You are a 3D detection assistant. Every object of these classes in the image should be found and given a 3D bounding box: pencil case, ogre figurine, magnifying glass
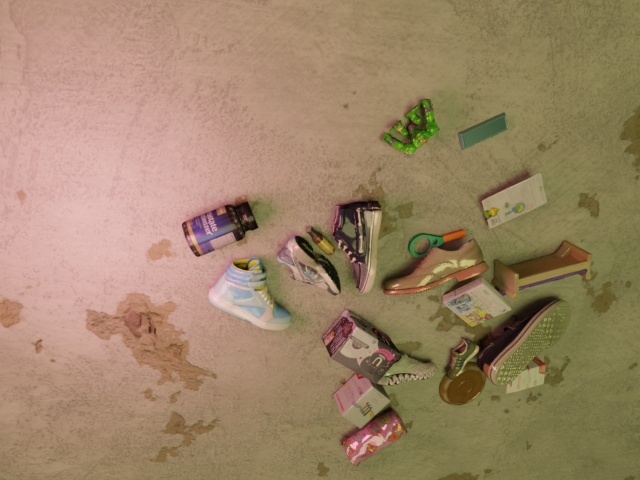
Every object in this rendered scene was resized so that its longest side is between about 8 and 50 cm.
[{"bbox_3d":[0.233,0.855,2.034,0.284,0.124,0.124,-35,117,1],"label":"pencil case"},{"bbox_3d":[0.312,-0.367,1.563,0.197,0.097,0.118,-45,99,-12],"label":"ogre figurine"},{"bbox_3d":[0.444,0.002,1.788,0.230,0.026,0.092,-16,115,-10],"label":"magnifying glass"}]

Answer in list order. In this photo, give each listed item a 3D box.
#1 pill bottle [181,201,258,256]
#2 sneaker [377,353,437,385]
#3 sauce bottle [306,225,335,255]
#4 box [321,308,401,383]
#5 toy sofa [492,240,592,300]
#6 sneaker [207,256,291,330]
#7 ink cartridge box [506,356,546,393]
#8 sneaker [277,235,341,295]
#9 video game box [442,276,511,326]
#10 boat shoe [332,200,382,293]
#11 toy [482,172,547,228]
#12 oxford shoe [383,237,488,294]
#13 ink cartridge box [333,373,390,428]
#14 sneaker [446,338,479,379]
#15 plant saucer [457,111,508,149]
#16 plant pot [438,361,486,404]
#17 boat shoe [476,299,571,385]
[{"bbox_3d":[-0.316,-0.042,1.496,0.219,0.123,0.123,-23,116,-6],"label":"pill bottle"},{"bbox_3d":[0.360,0.522,1.939,0.292,0.110,0.119,0,76,-28],"label":"sneaker"},{"bbox_3d":[0.000,0.000,1.649,0.042,0.042,0.128,-42,118,4],"label":"sauce bottle"},{"bbox_3d":[0.159,0.409,1.809,0.247,0.142,0.163,35,99,-26],"label":"box"},{"bbox_3d":[0.897,0.142,1.907,0.362,0.150,0.177,-13,114,-10],"label":"toy sofa"},{"bbox_3d":[-0.202,0.178,1.619,0.318,0.127,0.208,26,104,-25],"label":"sneaker"},{"bbox_3d":[0.928,0.621,2.161,0.198,0.067,0.115,-10,114,-14],"label":"ink cartridge box"},{"bbox_3d":[-0.038,0.104,1.664,0.122,0.110,0.283,-35,116,20],"label":"sneaker"},{"bbox_3d":[0.629,0.251,1.889,0.205,0.048,0.187,38,124,-26],"label":"video game box"},{"bbox_3d":[0.115,0.024,1.660,0.158,0.127,0.341,2,104,-10],"label":"boat shoe"},{"bbox_3d":[0.729,-0.156,1.788,0.237,0.056,0.137,-27,120,2],"label":"toy"},{"bbox_3d":[0.417,0.104,1.772,0.396,0.140,0.147,-18,89,3],"label":"oxford shoe"},{"bbox_3d":[0.166,0.643,1.916,0.176,0.128,0.127,-44,117,6],"label":"ink cartridge box"},{"bbox_3d":[0.590,0.504,2.022,0.086,0.064,0.192,36,99,-18],"label":"sneaker"},{"bbox_3d":[0.583,-0.388,1.670,0.192,0.018,0.067,-25,117,-6],"label":"plant saucer"},{"bbox_3d":[0.647,0.653,2.113,0.236,0.032,0.237,-6,114,-14],"label":"plant pot"},{"bbox_3d":[0.873,0.416,2.018,0.500,0.156,0.187,-38,112,-12],"label":"boat shoe"}]
